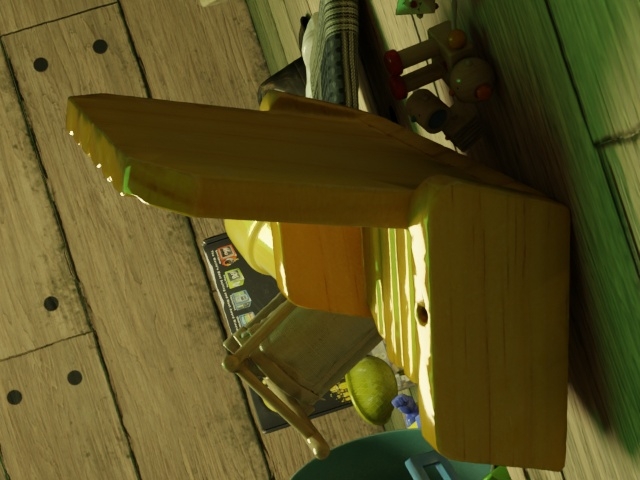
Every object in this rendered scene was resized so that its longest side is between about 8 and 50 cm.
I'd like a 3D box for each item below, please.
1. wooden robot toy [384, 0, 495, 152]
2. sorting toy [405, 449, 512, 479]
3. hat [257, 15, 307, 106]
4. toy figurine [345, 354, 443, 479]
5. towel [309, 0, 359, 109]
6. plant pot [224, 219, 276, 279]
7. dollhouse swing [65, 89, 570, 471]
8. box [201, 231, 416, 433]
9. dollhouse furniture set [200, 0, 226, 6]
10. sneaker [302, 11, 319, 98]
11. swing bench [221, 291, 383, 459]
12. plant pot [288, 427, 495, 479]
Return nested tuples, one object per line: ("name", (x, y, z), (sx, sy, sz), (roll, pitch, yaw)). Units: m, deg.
("wooden robot toy", (0.103, -0.124, 0.833), (0.079, 0.076, 0.173), (51, 166, 42))
("sorting toy", (0.206, 0.369, 1.124), (0.047, 0.196, 0.347), (-47, 47, 33))
("hat", (-0.042, -0.244, 1.960), (0.331, 0.134, 0.331), (163, 90, -87))
("toy figurine", (0.182, 0.309, 1.651), (0.217, 0.191, 0.362), (-48, 46, 51))
("towel", (0.024, -0.164, 1.397), (0.324, 0.056, 0.312), (118, 150, -80))
("plant pot", (0.000, 0.000, 1.793), (0.239, 0.254, 0.254), (53, 167, 31))
("dollhouse swing", (-0.020, 0.031, 0.869), (0.347, 0.305, 0.315), (-142, 43, -60))
("box", (-0.022, 0.139, 2.046), (0.097, 0.318, 0.394), (-158, 51, -86))
("dollhouse furniture set", (-0.075, -0.474, 1.204), (0.394, 0.257, 0.362), (0, 110, 64))
("sneaker", (0.009, -0.263, 1.664), (0.212, 0.080, 0.094), (86, 179, -48))
("swing bench", (0.025, 0.092, 1.244), (0.165, 0.253, 0.255), (46, 178, -6))
("plant pot", (0.109, 0.408, 1.437), (0.290, 0.290, 0.195), (-123, 20, -77))
